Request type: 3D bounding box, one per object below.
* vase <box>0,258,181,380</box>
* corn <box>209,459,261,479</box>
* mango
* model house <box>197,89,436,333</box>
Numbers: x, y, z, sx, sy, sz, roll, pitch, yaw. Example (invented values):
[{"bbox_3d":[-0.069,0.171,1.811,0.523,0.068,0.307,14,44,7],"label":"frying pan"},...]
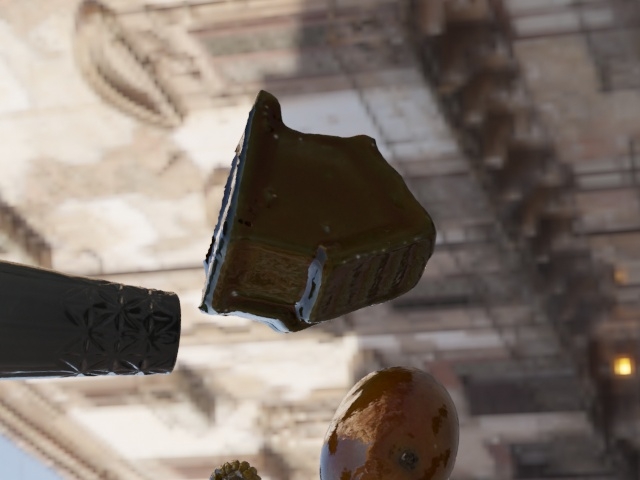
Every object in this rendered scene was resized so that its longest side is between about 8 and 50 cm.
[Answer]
[{"bbox_3d":[-0.324,0.098,2.120,0.251,0.301,0.156,-168,83,-77],"label":"vase"},{"bbox_3d":[-0.103,0.308,2.165,0.207,0.068,0.068,101,170,-75],"label":"corn"},{"bbox_3d":[0.070,0.197,1.767,0.120,0.151,0.221,42,-157,-11],"label":"mango"},{"bbox_3d":[-0.001,0.002,1.958,0.268,0.239,0.173,109,174,-54],"label":"model house"}]
